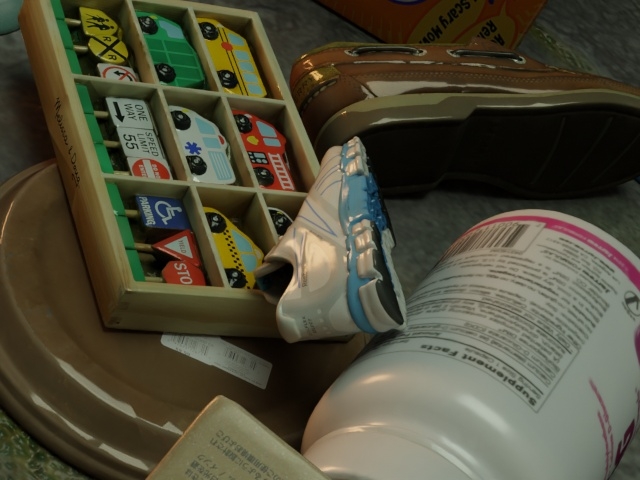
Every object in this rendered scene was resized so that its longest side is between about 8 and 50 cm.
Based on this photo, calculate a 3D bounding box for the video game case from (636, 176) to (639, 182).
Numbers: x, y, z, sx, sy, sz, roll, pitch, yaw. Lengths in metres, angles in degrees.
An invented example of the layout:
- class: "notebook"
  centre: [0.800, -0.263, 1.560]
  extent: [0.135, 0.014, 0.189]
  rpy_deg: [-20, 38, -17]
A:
- class: "video game case"
  centre: [0.308, -0.072, 1.558]
  extent: [0.119, 0.015, 0.166]
  rpy_deg: [41, 40, 11]

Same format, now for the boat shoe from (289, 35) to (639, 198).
- class: "boat shoe"
  centre: [0.124, -0.102, 1.394]
  extent: [0.307, 0.110, 0.104]
  rpy_deg: [1, 49, -32]

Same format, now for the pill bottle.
- class: "pill bottle"
  centre: [0.087, 0.112, 1.104]
  extent: [0.160, 0.160, 0.283]
  rpy_deg: [37, 40, 7]

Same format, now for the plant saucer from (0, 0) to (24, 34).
- class: "plant saucer"
  centre: [-0.248, -0.189, 1.318]
  extent: [0.119, 0.021, 0.119]
  rpy_deg: [18, 40, -16]

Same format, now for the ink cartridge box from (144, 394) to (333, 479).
- class: "ink cartridge box"
  centre: [-0.018, 0.222, 0.914]
  extent: [0.235, 0.088, 0.193]
  rpy_deg: [38, 72, 7]

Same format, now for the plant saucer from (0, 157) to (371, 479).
- class: "plant saucer"
  centre: [-0.086, 0.041, 1.165]
  extent: [0.278, 0.041, 0.278]
  rpy_deg: [19, 41, -17]

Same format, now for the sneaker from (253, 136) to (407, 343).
- class: "sneaker"
  centre: [0.000, 0.000, 1.124]
  extent: [0.190, 0.083, 0.071]
  rpy_deg: [-89, 158, -65]

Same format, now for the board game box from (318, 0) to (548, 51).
- class: "board game box"
  centre: [0.105, -0.409, 1.512]
  extent: [0.356, 0.356, 0.356]
  rpy_deg: [31, 39, 0]

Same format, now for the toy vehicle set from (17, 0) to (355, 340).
- class: "toy vehicle set"
  centre: [-0.083, -0.053, 1.205]
  extent: [0.166, 0.035, 0.266]
  rpy_deg: [4, 47, -30]
